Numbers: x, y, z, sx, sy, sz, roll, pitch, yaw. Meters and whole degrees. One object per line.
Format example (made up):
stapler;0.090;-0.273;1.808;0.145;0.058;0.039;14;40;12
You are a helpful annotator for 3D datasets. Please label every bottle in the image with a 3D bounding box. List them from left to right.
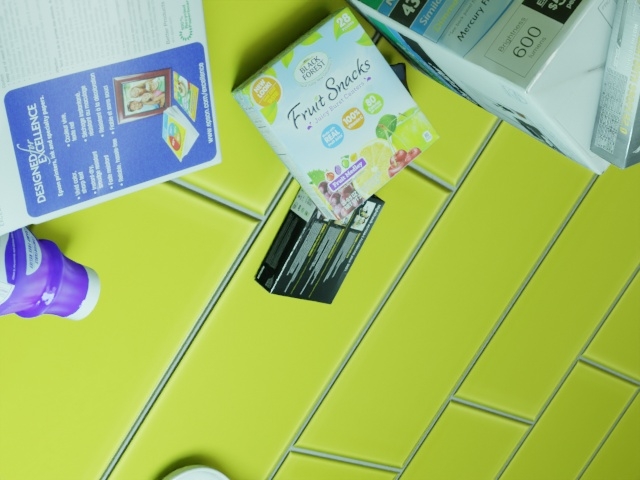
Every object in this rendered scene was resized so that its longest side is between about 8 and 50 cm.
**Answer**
bottle;-0.366;0.023;1.210;0.092;0.118;0.283;-32;145;25

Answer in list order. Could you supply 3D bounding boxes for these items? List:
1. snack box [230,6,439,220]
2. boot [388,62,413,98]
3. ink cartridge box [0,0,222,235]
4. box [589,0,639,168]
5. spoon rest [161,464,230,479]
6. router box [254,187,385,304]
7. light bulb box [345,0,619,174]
snack box;0.019;-0.157;1.397;0.174;0.070;0.207;-41;103;-13
boot;0.029;-0.179;1.483;0.219;0.082;0.106;-8;98;-28
ink cartridge box;-0.261;-0.184;1.167;0.307;0.072;0.303;-20;122;-29
box;0.398;-0.211;1.235;0.183;0.056;0.231;-20;130;-31
spoon rest;-0.155;0.410;1.710;0.276;0.084;0.137;17;106;-48
router box;0.000;0.000;1.584;0.133;0.046;0.178;15;108;-47
light bulb box;0.276;-0.335;1.354;0.358;0.361;0.225;-54;138;2
